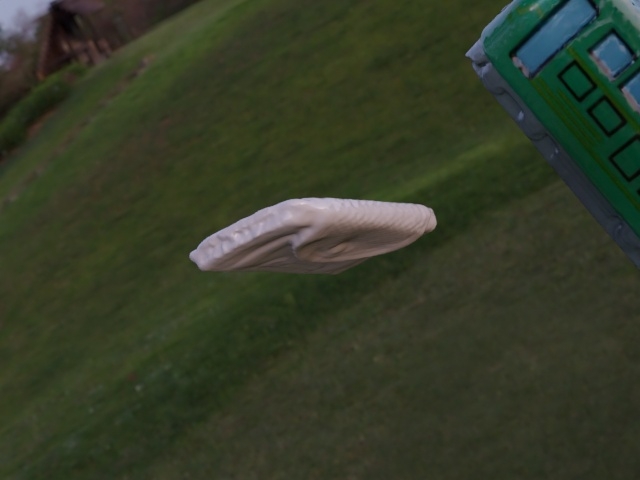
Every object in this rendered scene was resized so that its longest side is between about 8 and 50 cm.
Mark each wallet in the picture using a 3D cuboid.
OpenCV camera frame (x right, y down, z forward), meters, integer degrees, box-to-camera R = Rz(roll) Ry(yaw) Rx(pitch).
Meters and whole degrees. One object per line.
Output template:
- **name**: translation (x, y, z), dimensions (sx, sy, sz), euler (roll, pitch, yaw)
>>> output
- **wallet**: translation (0.000, 0.000, 0.954), dimensions (0.124, 0.032, 0.183), euler (-23, -14, 34)

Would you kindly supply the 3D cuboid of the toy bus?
- **toy bus**: translation (0.314, -0.114, 1.095), dimensions (0.183, 0.343, 0.199), euler (-36, -6, -39)
